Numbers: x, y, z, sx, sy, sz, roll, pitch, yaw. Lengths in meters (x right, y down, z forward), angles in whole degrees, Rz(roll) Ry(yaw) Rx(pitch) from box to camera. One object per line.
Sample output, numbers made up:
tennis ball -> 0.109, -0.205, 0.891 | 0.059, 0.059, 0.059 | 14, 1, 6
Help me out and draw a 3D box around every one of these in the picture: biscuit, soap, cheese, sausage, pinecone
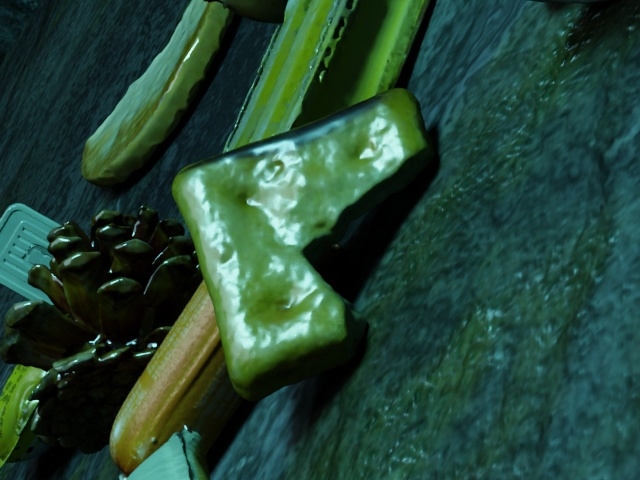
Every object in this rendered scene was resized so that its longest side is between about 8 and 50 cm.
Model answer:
biscuit -> -0.172, -0.169, 1.678 | 0.309, 0.040, 0.204 | -52, 21, 21
soap -> 0.003, -0.116, 1.144 | 0.135, 0.076, 0.233 | -31, 33, 53
biscuit -> 0.000, 0.000, 0.975 | 0.174, 0.039, 0.183 | -17, 61, 3
cheese -> -0.260, 0.138, 1.428 | 0.156, 0.064, 0.250 | -59, 10, -2
sausage -> -0.077, 0.084, 1.057 | 0.234, 0.071, 0.071 | -57, 20, 8
pinecone -> -0.157, 0.062, 1.162 | 0.179, 0.150, 0.195 | -52, 14, 48

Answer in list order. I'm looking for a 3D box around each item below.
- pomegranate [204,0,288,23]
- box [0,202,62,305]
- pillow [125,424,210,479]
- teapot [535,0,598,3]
pomegranate -> -0.034, -0.274, 1.307 | 0.191, 0.191, 0.191 | -48, 23, 28
box -> -0.291, 0.020, 1.594 | 0.084, 0.122, 0.069 | -59, 8, -4
pillow -> -0.122, 0.284, 0.813 | 0.312, 0.119, 0.310 | -57, 24, 6
teapot -> 0.152, -0.256, 0.895 | 0.203, 0.171, 0.225 | 86, -163, -67
